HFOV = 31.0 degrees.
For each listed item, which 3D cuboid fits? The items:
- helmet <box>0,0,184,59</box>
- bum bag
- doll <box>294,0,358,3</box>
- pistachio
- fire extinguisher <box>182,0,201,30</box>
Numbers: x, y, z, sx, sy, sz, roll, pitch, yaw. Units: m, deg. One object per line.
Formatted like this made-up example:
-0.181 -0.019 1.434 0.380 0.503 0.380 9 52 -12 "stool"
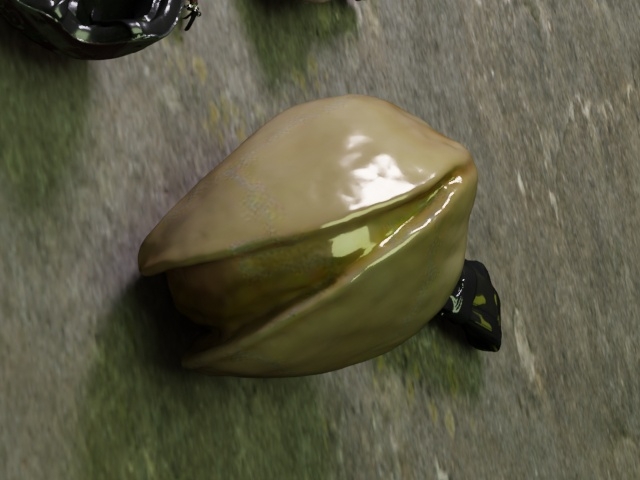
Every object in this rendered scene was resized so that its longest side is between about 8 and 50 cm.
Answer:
-0.200 -0.215 0.928 0.176 0.107 0.153 20 64 -24 "helmet"
0.129 0.051 1.265 0.232 0.060 0.107 27 49 -45 "bum bag"
0.002 -0.308 1.207 0.192 0.095 0.149 -34 111 -52 "doll"
0.000 0.000 0.990 0.321 0.238 0.229 -28 94 -30 "pistachio"
-0.131 -0.251 1.077 0.046 0.032 0.100 23 54 -56 "fire extinguisher"
